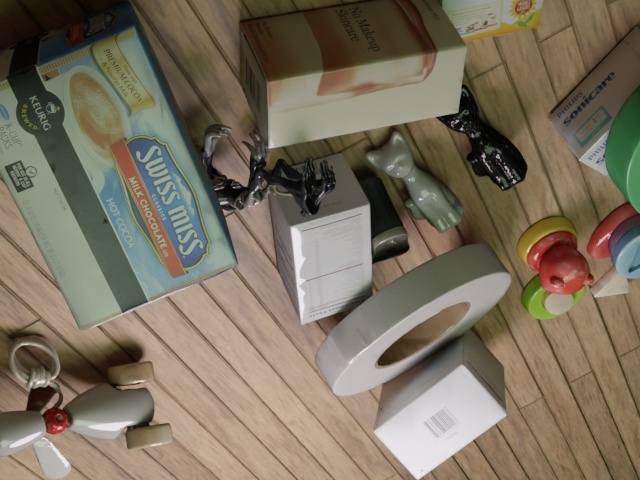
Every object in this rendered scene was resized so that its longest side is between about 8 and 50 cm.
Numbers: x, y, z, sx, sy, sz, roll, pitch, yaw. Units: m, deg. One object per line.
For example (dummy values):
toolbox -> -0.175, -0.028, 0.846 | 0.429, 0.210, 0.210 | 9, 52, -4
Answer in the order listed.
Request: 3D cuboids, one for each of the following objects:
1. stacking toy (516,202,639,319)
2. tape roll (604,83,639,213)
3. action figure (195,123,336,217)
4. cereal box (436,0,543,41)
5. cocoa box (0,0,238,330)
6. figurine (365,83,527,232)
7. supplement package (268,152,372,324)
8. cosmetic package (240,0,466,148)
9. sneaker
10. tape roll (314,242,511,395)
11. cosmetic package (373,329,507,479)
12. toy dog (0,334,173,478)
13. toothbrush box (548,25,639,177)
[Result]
stacking toy -> 0.542, 0.074, 2.241 | 0.309, 0.130, 0.279 | -13, 137, -12
tape roll -> 0.627, -0.174, 1.882 | 0.321, 0.077, 0.321 | -14, 136, -14
action figure -> -0.120, -0.106, 1.729 | 0.164, 0.276, 0.140 | -17, 111, -65
cereal box -> 0.251, -0.405, 1.676 | 0.173, 0.047, 0.240 | -12, 137, -13
cocoa box -> -0.281, -0.105, 1.512 | 0.228, 0.231, 0.347 | -23, 112, -2
figurine -> 0.205, -0.137, 1.912 | 0.215, 0.092, 0.209 | -35, 130, 12
supplement package -> 0.000, 0.000, 1.908 | 0.139, 0.133, 0.244 | -16, 138, -11
cosmetic package -> 0.044, -0.250, 1.662 | 0.296, 0.153, 0.129 | -13, 137, -15
sneaker -> 0.099, -0.032, 1.974 | 0.083, 0.118, 0.222 | -18, 167, -8
tape roll -> 0.167, 0.147, 2.076 | 0.392, 0.072, 0.392 | -29, 160, -11
cosmetic package -> 0.236, 0.309, 2.249 | 0.224, 0.224, 0.138 | -40, 97, 16
toy dog -> -0.427, 0.306, 2.009 | 0.334, 0.220, 0.161 | 16, 157, -27
toothbrush box -> 0.575, -0.201, 1.979 | 0.296, 0.126, 0.216 | 24, 119, -39
